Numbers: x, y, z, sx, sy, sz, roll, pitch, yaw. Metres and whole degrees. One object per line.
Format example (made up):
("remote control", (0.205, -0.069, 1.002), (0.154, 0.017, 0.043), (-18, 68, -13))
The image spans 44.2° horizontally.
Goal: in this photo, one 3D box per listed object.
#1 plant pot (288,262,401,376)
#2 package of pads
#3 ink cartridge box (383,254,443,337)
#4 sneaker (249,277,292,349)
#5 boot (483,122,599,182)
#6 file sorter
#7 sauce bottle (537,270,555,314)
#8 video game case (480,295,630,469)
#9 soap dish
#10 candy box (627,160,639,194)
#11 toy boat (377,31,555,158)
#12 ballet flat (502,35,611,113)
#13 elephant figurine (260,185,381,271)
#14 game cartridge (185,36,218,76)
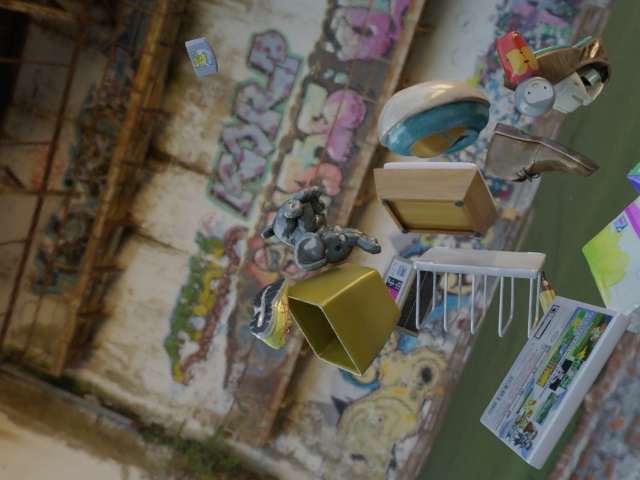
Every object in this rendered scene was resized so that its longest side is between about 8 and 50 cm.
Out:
("plant pot", (0.065, 0.169, 1.906), (0.187, 0.212, 0.212), (-38, 21, -21))
("package of pads", (0.812, 0.063, 2.024), (0.229, 0.101, 0.296), (-51, 27, 32))
("ink cartridge box", (0.237, 0.151, 2.208), (0.193, 0.088, 0.235), (-67, 12, -1))
("sneaker", (-0.104, 0.172, 1.827), (0.082, 0.094, 0.208), (-26, 28, 27))
("boot", (0.464, -0.164, 1.682), (0.305, 0.112, 0.115), (34, 100, 59))
("file sorter", (0.378, 0.122, 1.865), (0.193, 0.278, 0.173), (-28, -61, -66))
("sauce bottle", (0.594, 0.141, 2.070), (0.042, 0.042, 0.128), (91, 172, -64))
("video game case", (0.463, 0.272, 1.596), (0.329, 0.036, 0.300), (-58, 6, -1))
("soap dish", (0.307, -0.106, 2.117), (0.229, 0.291, 0.118), (50, -130, -50))
("candy box", (1.068, -0.126, 2.216), (0.122, 0.268, 0.317), (-44, 15, -14))
("toy boat", (0.257, -0.229, 1.406), (0.318, 0.148, 0.268), (-29, -12, 38))
("ballet flat", (0.472, -0.309, 1.505), (0.116, 0.124, 0.342), (-37, -8, 41))
("elephant figurine", (0.000, 0.000, 1.936), (0.169, 0.239, 0.186), (-35, -10, -23))
("game cartridge", (-0.260, -0.407, 1.749), (0.017, 0.056, 0.083), (-80, -25, -54))
